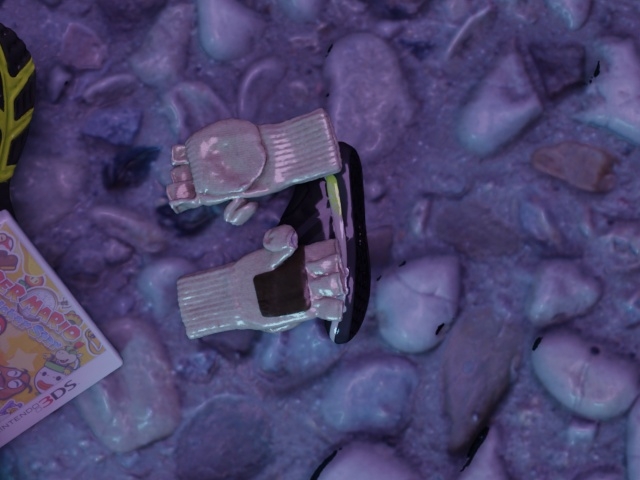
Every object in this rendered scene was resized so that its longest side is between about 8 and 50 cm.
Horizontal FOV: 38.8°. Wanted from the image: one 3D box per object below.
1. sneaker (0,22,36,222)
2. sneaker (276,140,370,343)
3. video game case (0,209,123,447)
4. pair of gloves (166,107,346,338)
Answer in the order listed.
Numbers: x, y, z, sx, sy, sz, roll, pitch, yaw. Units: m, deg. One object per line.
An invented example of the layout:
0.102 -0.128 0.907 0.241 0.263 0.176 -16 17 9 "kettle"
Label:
-0.404 -0.044 0.951 0.147 0.145 0.384 18 94 34 "sneaker"
0.000 0.000 1.031 0.097 0.084 0.234 -4 85 16 "sneaker"
-0.343 0.109 0.921 0.206 0.026 0.227 -34 128 -10 "video game case"
-0.073 -0.018 0.988 0.204 0.042 0.240 -6 85 17 "pair of gloves"
